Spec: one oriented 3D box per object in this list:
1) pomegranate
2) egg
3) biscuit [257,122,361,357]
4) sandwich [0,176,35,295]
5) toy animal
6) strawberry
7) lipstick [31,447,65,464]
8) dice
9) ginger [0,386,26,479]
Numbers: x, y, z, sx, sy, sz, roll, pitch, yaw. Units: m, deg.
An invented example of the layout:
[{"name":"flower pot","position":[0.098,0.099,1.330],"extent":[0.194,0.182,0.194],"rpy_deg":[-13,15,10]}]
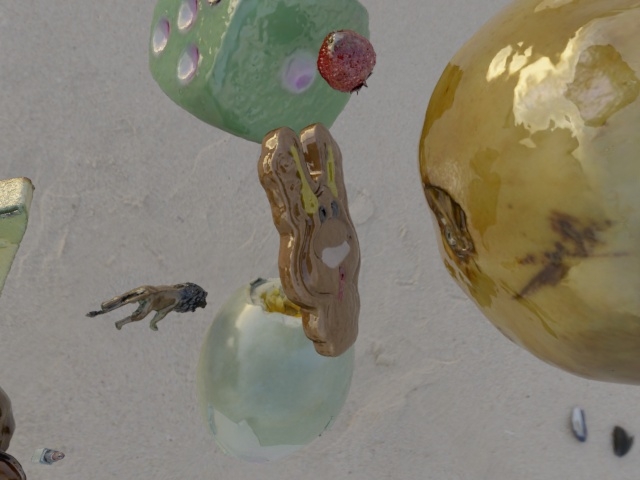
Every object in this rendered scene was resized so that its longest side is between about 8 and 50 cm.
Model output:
[{"name":"pomegranate","position":[0.247,-0.053,0.434],"extent":[0.333,0.332,0.332],"rpy_deg":[4,67,-10]},{"name":"egg","position":[-0.085,0.245,0.966],"extent":[0.279,0.278,0.336],"rpy_deg":[12,100,-7]},{"name":"biscuit","position":[0.003,0.000,0.672],"extent":[0.186,0.044,0.295],"rpy_deg":[-29,109,-56]},{"name":"sandwich","position":[-0.341,0.029,0.493],"extent":[0.193,0.162,0.058],"rpy_deg":[-13,49,-8]},{"name":"toy animal","position":[-0.276,0.102,0.834],"extent":[0.220,0.086,0.069],"rpy_deg":[-8,63,-59]},{"name":"strawberry","position":[0.041,-0.295,0.851],"extent":[0.106,0.106,0.106],"rpy_deg":[4,67,-10]},{"name":"lipstick","position":[-0.476,0.381,0.934],"extent":[0.025,0.107,0.025],"rpy_deg":[33,52,-36]},{"name":"dice","position":[-0.124,-0.391,1.040],"extent":[0.322,0.318,0.330],"rpy_deg":[8,29,-43]},{"name":"ginger","position":[-0.556,0.218,0.609],"extent":[0.418,0.176,0.254],"rpy_deg":[23,19,-38]}]
